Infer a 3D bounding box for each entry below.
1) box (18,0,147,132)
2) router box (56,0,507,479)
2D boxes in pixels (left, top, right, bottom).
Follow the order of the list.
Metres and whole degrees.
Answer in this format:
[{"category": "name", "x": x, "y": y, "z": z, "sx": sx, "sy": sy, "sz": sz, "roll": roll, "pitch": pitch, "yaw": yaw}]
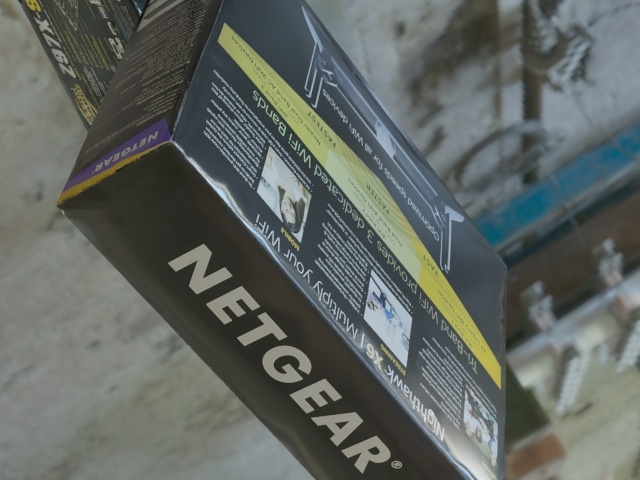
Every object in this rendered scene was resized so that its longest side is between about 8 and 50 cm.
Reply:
[{"category": "box", "x": -0.188, "y": -0.213, "z": 1.277, "sx": 0.079, "sy": 0.257, "sz": 0.322, "roll": -37, "pitch": 121, "yaw": -22}, {"category": "router box", "x": 0.000, "y": 0.000, "z": 0.839, "sx": 0.081, "sy": 0.243, "sz": 0.309, "roll": -27, "pitch": 118, "yaw": 25}]
